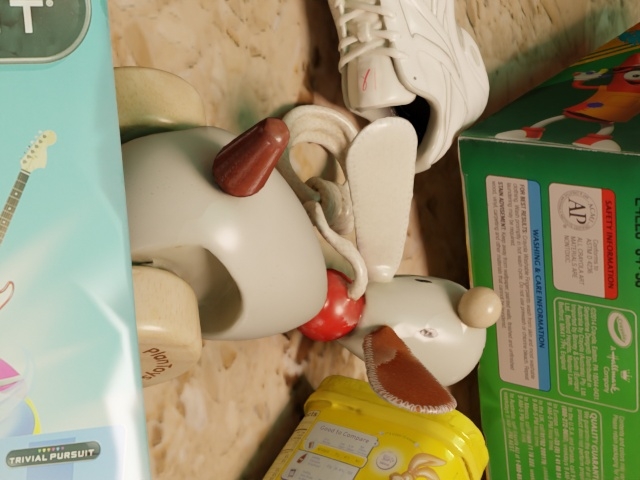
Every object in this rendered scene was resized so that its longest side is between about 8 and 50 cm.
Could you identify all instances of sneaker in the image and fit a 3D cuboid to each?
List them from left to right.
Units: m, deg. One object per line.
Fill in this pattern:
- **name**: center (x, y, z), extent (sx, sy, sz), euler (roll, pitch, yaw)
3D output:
- **sneaker**: center (0.046, -0.143, 0.784), extent (0.232, 0.090, 0.115), euler (60, 39, -30)

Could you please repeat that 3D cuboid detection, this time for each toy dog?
- **toy dog**: center (0.000, 0.000, 0.642), extent (0.334, 0.161, 0.220), euler (-8, 76, -50)

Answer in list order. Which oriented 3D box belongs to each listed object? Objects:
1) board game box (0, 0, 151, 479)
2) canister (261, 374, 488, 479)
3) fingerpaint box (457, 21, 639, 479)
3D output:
- **board game box**: center (-0.197, 0.038, 0.418), extent (0.254, 0.079, 0.336), euler (-6, 91, -25)
- **canister**: center (0.012, 0.177, 0.730), extent (0.170, 0.126, 0.073), euler (-53, 139, -33)
- **fingerpaint box**: center (0.292, 0.067, 0.994), extent (0.371, 0.163, 0.444), euler (-32, 123, -46)
